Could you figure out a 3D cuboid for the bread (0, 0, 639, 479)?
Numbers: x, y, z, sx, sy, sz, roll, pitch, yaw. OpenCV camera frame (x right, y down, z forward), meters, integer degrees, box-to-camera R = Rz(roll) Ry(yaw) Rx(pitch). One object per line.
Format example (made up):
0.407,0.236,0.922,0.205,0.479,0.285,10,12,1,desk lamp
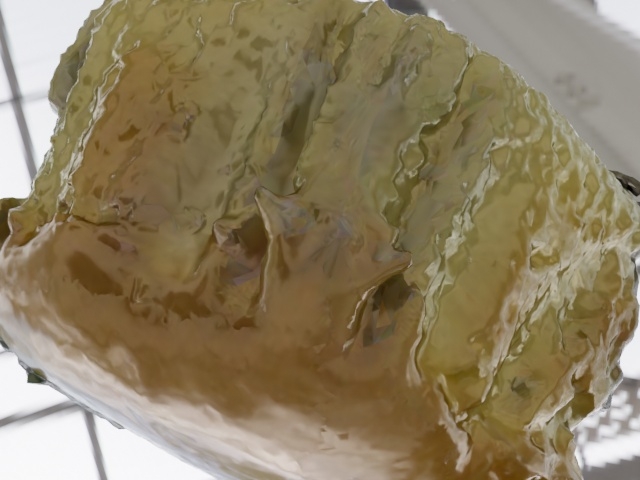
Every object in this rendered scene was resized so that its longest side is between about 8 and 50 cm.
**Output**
0.006,0.000,0.711,0.251,0.133,0.174,24,-108,0,bread
